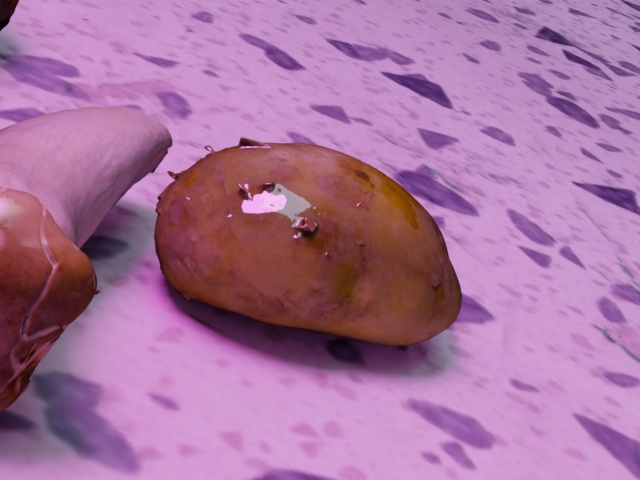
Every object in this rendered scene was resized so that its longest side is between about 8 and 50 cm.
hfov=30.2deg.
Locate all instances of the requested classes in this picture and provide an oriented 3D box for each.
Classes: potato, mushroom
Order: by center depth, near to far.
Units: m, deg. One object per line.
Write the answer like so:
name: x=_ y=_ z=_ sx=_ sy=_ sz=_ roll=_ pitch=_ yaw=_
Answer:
mushroom: x=-0.101 y=-0.010 z=0.423 sx=0.071 sy=0.084 sz=0.209 roll=41 pitch=20 yaw=-9
potato: x=0.000 y=0.000 z=0.488 sx=0.138 sy=0.070 sz=0.091 roll=8 pitch=29 yaw=-29

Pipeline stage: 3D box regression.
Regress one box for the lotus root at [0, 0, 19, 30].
lotus root: x=-0.262 y=-0.168 z=0.560 sx=0.235 sy=0.138 sz=0.119 roll=14 pitch=15 yaw=-6
